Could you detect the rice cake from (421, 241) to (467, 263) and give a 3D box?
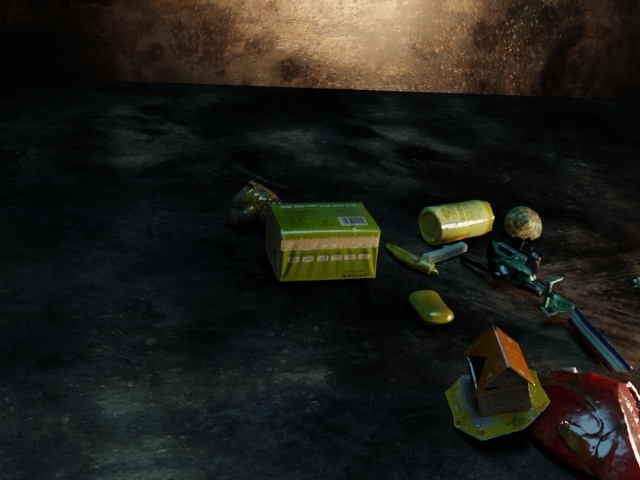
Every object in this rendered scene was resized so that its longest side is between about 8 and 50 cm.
[{"bbox_3d":[0.368,0.037,2.134,0.180,0.030,0.042,-16,31,-38],"label":"rice cake"}]

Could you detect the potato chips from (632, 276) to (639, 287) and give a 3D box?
[{"bbox_3d":[0.997,0.168,2.036,0.202,0.029,0.220,0,31,-13],"label":"potato chips"}]

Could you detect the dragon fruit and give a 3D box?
[{"bbox_3d":[0.549,0.358,1.500,0.282,0.100,0.343,9,26,14],"label":"dragon fruit"}]

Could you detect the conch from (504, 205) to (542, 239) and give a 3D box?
[{"bbox_3d":[0.655,-0.059,2.311,0.173,0.106,0.116,1,43,-41],"label":"conch"}]

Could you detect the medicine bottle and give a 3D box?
[{"bbox_3d":[0.429,-0.060,2.243,0.239,0.124,0.124,-9,31,-29],"label":"medicine bottle"}]

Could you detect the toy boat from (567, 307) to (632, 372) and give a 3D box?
[{"bbox_3d":[0.683,0.251,1.767,0.046,0.080,0.229,-30,34,5],"label":"toy boat"}]

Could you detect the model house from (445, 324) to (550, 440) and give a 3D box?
[{"bbox_3d":[0.357,0.284,1.481,0.207,0.136,0.219,-10,23,8],"label":"model house"}]

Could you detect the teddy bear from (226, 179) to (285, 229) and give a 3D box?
[{"bbox_3d":[-0.171,-0.097,2.169,0.190,0.140,0.177,30,32,23],"label":"teddy bear"}]

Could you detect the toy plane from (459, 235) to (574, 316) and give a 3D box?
[{"bbox_3d":[0.561,0.097,1.999,0.155,0.106,0.382,-16,35,-25],"label":"toy plane"}]

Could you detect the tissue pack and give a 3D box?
[{"bbox_3d":[0.000,0.000,1.976,0.275,0.167,0.200,-3,27,-15],"label":"tissue pack"}]

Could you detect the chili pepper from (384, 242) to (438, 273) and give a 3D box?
[{"bbox_3d":[0.250,0.048,2.076,0.049,0.043,0.208,-31,44,-32],"label":"chili pepper"}]

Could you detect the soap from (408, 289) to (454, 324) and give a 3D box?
[{"bbox_3d":[0.283,0.173,1.839,0.089,0.045,0.140,0,27,-18],"label":"soap"}]
